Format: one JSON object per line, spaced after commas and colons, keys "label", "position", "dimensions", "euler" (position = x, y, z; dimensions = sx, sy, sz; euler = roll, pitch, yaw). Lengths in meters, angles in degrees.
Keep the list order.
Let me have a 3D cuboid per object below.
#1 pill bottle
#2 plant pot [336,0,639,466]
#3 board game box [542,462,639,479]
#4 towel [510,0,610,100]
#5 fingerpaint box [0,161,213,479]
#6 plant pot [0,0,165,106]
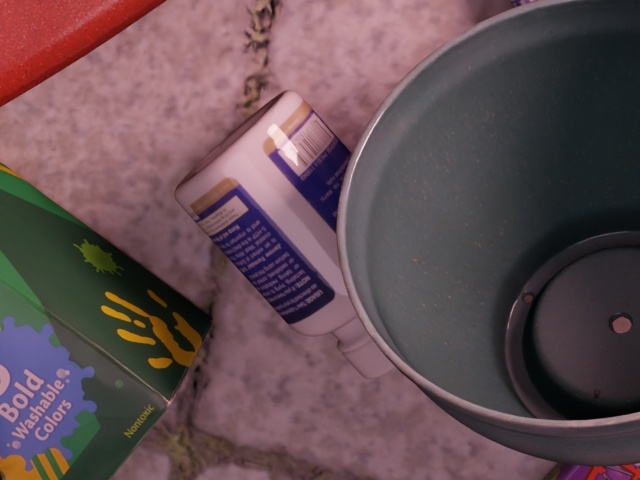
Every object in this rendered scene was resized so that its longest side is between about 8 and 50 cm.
{"label": "pill bottle", "position": [0.000, 0.000, 1.022], "dimensions": [0.112, 0.112, 0.187], "euler": [-39, 99, 17]}
{"label": "plant pot", "position": [0.177, 0.020, 0.931], "dimensions": [0.293, 0.293, 0.196], "euler": [-14, 146, 11]}
{"label": "board game box", "position": [0.304, 0.167, 1.072], "dimensions": [0.208, 0.056, 0.347], "euler": [37, 109, -1]}
{"label": "towel", "position": [0.199, -0.281, 0.952], "dimensions": [0.243, 0.040, 0.336], "euler": [-23, 101, 15]}
{"label": "fingerpaint box", "position": [-0.362, 0.136, 1.085], "dimensions": [0.371, 0.163, 0.445], "euler": [38, 108, -5]}
{"label": "plant pot", "position": [-0.148, -0.254, 0.898], "dimensions": [0.235, 0.267, 0.267], "euler": [-23, 104, 0]}
